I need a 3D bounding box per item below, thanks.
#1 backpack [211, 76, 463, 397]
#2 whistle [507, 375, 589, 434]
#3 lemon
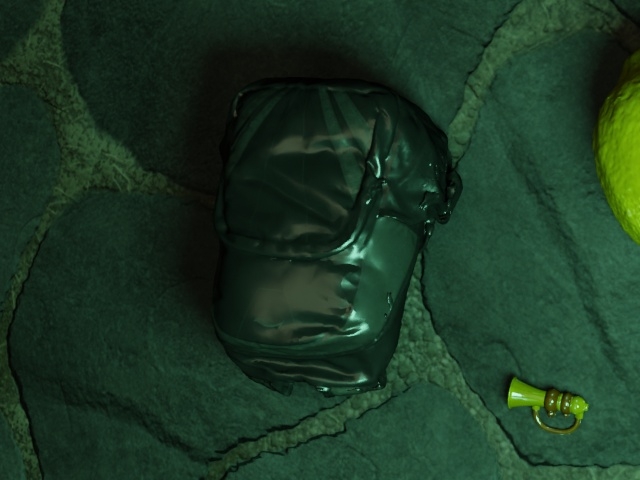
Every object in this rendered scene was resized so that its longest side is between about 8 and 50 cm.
[{"bbox_3d":[0.000,0.000,2.091,0.363,0.255,0.445,6,73,27],"label":"backpack"},{"bbox_3d":[0.310,0.229,2.019,0.109,0.046,0.057,16,77,22],"label":"whistle"},{"bbox_3d":[0.469,-0.103,1.860,0.245,0.245,0.320,-30,71,21],"label":"lemon"}]
